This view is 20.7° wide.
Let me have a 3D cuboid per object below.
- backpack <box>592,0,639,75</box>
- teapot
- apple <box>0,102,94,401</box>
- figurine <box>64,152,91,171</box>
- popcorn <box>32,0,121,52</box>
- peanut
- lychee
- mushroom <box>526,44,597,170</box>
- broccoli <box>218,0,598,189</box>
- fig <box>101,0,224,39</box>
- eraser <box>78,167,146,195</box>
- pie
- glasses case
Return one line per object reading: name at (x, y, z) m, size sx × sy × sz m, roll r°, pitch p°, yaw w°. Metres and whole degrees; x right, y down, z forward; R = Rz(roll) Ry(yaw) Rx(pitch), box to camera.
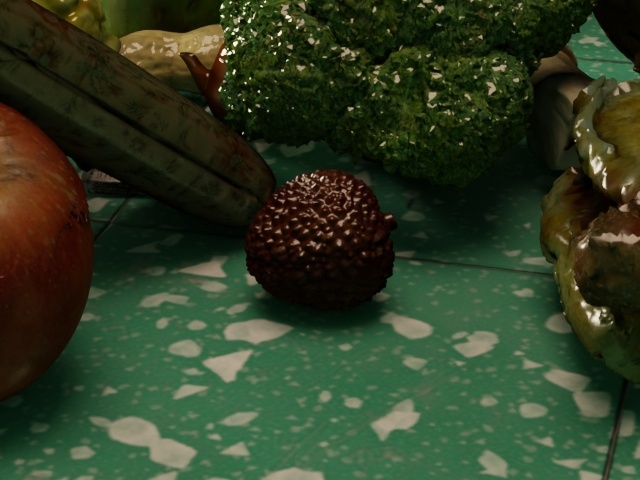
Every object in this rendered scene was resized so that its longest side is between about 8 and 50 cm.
backpack at (0.407, -0.236, 1.664) m, size 0.353 × 0.201 × 0.378 m, roll 35°, pitch -12°, yaw -6°
teapot at (-0.059, -0.171, 1.809) m, size 0.173 × 0.116 × 0.116 m, roll 1°, pitch 28°, yaw 2°
apple at (-0.306, 0.012, 1.352) m, size 0.272 × 0.206 × 0.251 m, roll 25°, pitch 39°, yaw 14°
figurine at (-0.402, -0.102, 1.660) m, size 0.365 × 0.206 × 0.218 m, roll 17°, pitch 24°, yaw -13°
popcorn at (-0.300, -0.207, 1.800) m, size 0.187 × 0.167 × 0.185 m, roll -11°, pitch 3°, yaw 2°
peanut at (-0.156, -0.190, 1.881) m, size 0.187 × 0.082 × 0.082 m, roll -4°, pitch 28°, yaw -5°
lychee at (0.000, 0.003, 1.482) m, size 0.129 × 0.123 × 0.123 m, roll -33°, pitch 26°, yaw 12°
mushroom at (0.242, -0.127, 1.730) m, size 0.108 × 0.096 × 0.247 m, roll 32°, pitch 15°, yaw -13°
broccoli at (0.071, -0.206, 1.656) m, size 0.321 × 0.310 × 0.413 m, roll 18°, pitch 37°, yaw -18°
fig at (-0.177, -0.286, 1.968) m, size 0.181 × 0.191 × 0.181 m, roll -1°, pitch 64°, yaw 2°
eraser at (-0.191, -0.056, 1.693) m, size 0.099 × 0.019 × 0.027 m, roll 3°, pitch 39°, yaw 4°
pie at (0.393, -0.001, 1.421) m, size 0.418 × 0.180 × 0.395 m, roll 7°, pitch 28°, yaw -1°
glasses case at (-0.206, -0.124, 1.509) m, size 0.425 × 0.098 × 0.156 m, roll 31°, pitch -1°, yaw -43°
